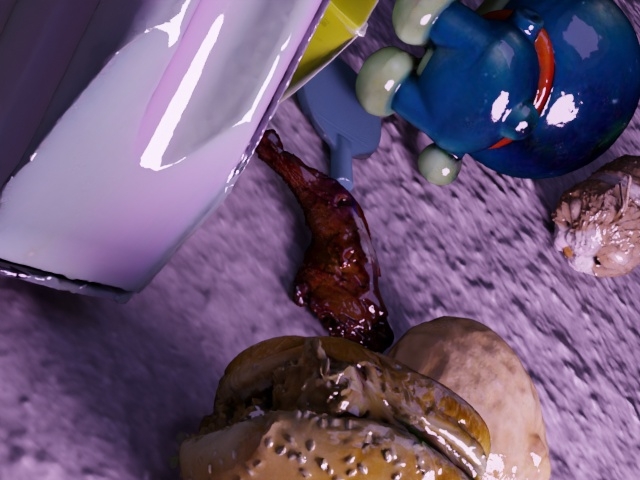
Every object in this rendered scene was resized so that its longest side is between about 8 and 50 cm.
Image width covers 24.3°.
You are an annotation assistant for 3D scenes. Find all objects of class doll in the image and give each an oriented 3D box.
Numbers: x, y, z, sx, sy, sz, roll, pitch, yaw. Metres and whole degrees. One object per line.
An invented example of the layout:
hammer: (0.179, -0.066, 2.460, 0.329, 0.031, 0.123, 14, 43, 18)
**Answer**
doll: (0.314, -0.030, 1.525, 0.105, 0.115, 0.221, 50, 29, 10)
doll: (0.184, -0.149, 1.388, 0.186, 0.198, 0.322, 42, 34, 23)

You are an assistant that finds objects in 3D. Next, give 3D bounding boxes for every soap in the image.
soap: (-0.122, -0.197, 0.954, 0.261, 0.446, 0.156, 32, 9, 37)

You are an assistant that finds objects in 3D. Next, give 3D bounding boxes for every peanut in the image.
peanut: (0.115, 0.137, 1.156, 0.159, 0.109, 0.140, 49, 50, -1)

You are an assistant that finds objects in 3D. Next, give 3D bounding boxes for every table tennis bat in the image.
table tennis bat: (0.017, -0.105, 1.318, 0.100, 0.019, 0.155, 30, 41, -34)

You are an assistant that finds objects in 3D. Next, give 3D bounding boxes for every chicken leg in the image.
chicken leg: (0.006, 0.001, 1.200, 0.093, 0.053, 0.205, -2, 58, -33)

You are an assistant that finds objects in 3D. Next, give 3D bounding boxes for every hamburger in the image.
hamburger: (0.016, 0.156, 0.974, 0.215, 0.189, 0.122, 34, 50, -28)

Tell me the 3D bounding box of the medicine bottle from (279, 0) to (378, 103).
medicine bottle: (-0.073, -0.248, 1.230, 0.250, 0.141, 0.137, 44, 35, -14)
